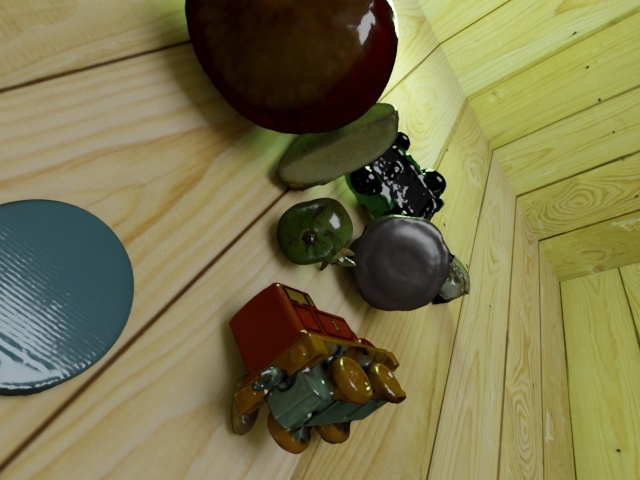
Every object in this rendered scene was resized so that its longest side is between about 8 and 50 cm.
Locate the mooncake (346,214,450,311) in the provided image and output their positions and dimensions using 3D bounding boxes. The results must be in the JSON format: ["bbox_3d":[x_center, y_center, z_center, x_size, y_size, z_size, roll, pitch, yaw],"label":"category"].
[{"bbox_3d":[0.182,0.051,1.055,0.245,0.245,0.133,64,-2,-5],"label":"mooncake"}]

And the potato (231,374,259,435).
[{"bbox_3d":[-0.115,0.256,0.694,0.046,0.045,0.092,8,56,-11],"label":"potato"}]

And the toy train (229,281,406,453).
[{"bbox_3d":[-0.008,0.205,0.741,0.369,0.163,0.232,30,25,-55],"label":"toy train"}]

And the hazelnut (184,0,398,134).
[{"bbox_3d":[-0.063,-0.401,0.865,0.429,0.402,0.402,43,39,-6],"label":"hazelnut"}]

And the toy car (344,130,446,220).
[{"bbox_3d":[0.201,-0.124,1.220,0.359,0.176,0.213,46,62,-15],"label":"toy car"}]

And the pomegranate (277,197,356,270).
[{"bbox_3d":[0.000,0.000,0.918,0.191,0.152,0.131,59,23,-49],"label":"pomegranate"}]

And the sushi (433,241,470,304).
[{"bbox_3d":[0.393,0.064,1.425,0.134,0.109,0.273,-6,76,-55],"label":"sushi"}]

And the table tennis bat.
[{"bbox_3d":[-0.339,0.085,0.495,0.215,0.044,0.329,50,36,-25],"label":"table tennis bat"}]

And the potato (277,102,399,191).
[{"bbox_3d":[0.066,-0.212,0.997,0.112,0.255,0.269,60,34,-31],"label":"potato"}]
